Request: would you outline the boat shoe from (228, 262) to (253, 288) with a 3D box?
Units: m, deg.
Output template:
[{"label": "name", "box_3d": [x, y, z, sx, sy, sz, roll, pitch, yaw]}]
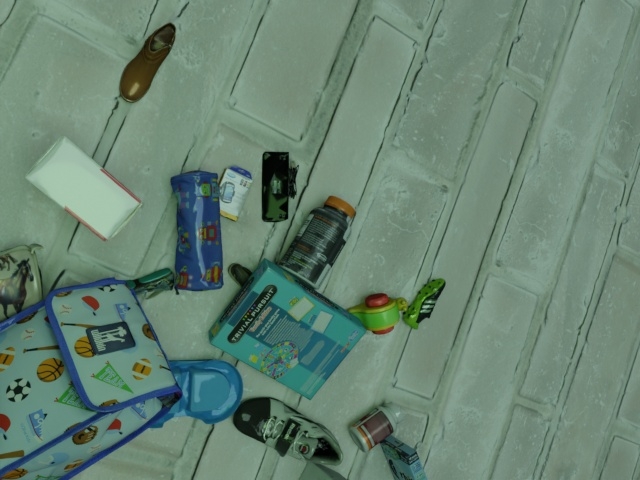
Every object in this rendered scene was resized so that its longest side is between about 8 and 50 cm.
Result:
[{"label": "boat shoe", "box_3d": [-0.184, 0.121, 1.632, 0.152, 0.049, 0.056, 43, 75, -21]}]

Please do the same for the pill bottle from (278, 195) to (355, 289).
[{"label": "pill bottle", "box_3d": [0.000, 0.000, 1.666, 0.130, 0.130, 0.246, 35, 79, -22]}]

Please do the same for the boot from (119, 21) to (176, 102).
[{"label": "boot", "box_3d": [-0.409, -0.425, 1.444, 0.073, 0.152, 0.197, 28, 81, -23]}]

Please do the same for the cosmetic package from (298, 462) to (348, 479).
[{"label": "cosmetic package", "box_3d": [0.040, 0.691, 1.665, 0.117, 0.231, 0.086, 33, 80, -23]}]

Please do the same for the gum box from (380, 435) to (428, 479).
[{"label": "gum box", "box_3d": [0.256, 0.681, 1.805, 0.041, 0.157, 0.184, -27, 103, -21]}]

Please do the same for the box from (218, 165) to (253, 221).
[{"label": "box", "box_3d": [-0.234, -0.127, 1.610, 0.081, 0.028, 0.136, 25, 80, -24]}]

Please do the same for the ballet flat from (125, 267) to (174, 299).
[{"label": "ballet flat", "box_3d": [-0.451, 0.125, 1.507, 0.188, 0.070, 0.070, -15, 99, -20]}]

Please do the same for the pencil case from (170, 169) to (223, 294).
[{"label": "pencil case", "box_3d": [-0.310, -0.020, 1.524, 0.119, 0.133, 0.306, -4, 94, -40]}]

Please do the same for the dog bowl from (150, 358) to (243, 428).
[{"label": "dog bowl", "box_3d": [-0.350, 0.382, 1.558, 0.297, 0.074, 0.166, 3, 91, -24]}]

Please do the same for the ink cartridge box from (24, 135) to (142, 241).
[{"label": "ink cartridge box", "box_3d": [-0.518, -0.114, 1.341, 0.207, 0.283, 0.117, 43, 79, -20]}]

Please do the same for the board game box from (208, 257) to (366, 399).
[{"label": "board game box", "box_3d": [-0.086, 0.240, 1.626, 0.336, 0.079, 0.254, 35, 99, -22]}]

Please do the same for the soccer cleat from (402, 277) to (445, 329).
[{"label": "soccer cleat", "box_3d": [0.325, 0.192, 1.870, 0.179, 0.060, 0.072, -47, 119, -8]}]

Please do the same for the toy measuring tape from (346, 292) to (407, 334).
[{"label": "toy measuring tape", "box_3d": [0.117, 0.230, 1.741, 0.330, 0.121, 0.121, -17, 100, -23]}]

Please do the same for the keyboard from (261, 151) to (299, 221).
[{"label": "keyboard", "box_3d": [-0.110, -0.146, 1.670, 0.100, 0.038, 0.192, 1, 93, -1]}]

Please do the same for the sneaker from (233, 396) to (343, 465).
[{"label": "sneaker", "box_3d": [-0.074, 0.524, 1.655, 0.330, 0.146, 0.123, 26, 84, -22]}]

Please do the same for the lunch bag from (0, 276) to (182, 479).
[{"label": "lunch bag", "box_3d": [-0.525, 0.290, 1.290, 0.385, 0.239, 0.328, -28, 62, -13]}]

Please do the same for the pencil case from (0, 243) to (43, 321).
[{"label": "pencil case", "box_3d": [-0.799, 0.106, 1.289, 0.410, 0.160, 0.184, -8, 118, -23]}]

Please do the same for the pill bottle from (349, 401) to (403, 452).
[{"label": "pill bottle", "box_3d": [0.166, 0.545, 1.795, 0.152, 0.086, 0.086, -30, 104, -20]}]
